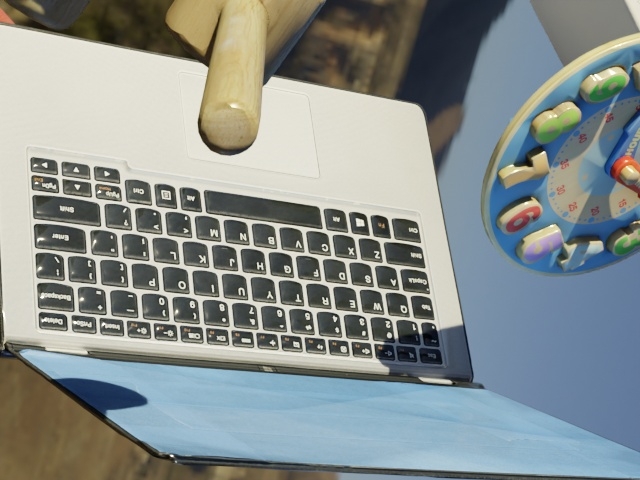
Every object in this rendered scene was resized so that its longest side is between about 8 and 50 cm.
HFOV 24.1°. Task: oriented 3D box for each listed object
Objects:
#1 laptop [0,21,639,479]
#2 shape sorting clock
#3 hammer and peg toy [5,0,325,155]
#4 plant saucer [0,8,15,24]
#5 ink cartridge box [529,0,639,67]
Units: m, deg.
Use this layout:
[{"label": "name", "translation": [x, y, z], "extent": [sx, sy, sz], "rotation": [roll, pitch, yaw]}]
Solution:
[{"label": "laptop", "translation": [0.000, 0.000, 1.009], "extent": [0.236, 0.382, 0.408], "rotation": [-40, -130, 49]}, {"label": "shape sorting clock", "translation": [0.206, -0.055, 1.046], "extent": [0.040, 0.206, 0.206], "rotation": [52, -43, 43]}, {"label": "hammer and peg toy", "translation": [-0.117, -0.181, 0.570], "extent": [0.127, 0.361, 0.266], "rotation": [-54, -155, 10]}, {"label": "plant saucer", "translation": [-0.406, -0.178, 1.167], "extent": [0.258, 0.259, 0.048], "rotation": [-24, 121, -63]}, {"label": "ink cartridge box", "translation": [0.289, -0.301, 1.295], "extent": [0.273, 0.198, 0.115], "rotation": [-43, -156, -25]}]
